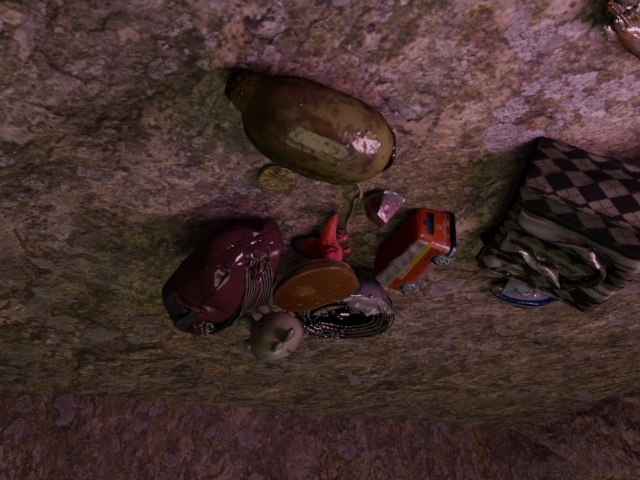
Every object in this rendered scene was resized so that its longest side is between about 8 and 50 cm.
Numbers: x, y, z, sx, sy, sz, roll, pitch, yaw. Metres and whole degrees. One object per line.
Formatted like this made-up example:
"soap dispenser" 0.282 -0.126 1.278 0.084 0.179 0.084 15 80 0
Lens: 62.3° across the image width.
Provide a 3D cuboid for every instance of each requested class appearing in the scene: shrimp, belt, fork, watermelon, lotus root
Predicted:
"shrimp" 0.502 -0.331 0.783 0.223 0.047 0.126 10 140 -30
"belt" 0.058 0.167 1.479 0.289 0.164 0.184 6 122 -10
"fork" 0.078 -0.075 1.189 0.028 0.034 0.219 7 149 1
"watermelon" 0.145 -0.067 1.174 0.092 0.072 0.084 -13 165 8
"lotus root" -0.017 -0.187 0.895 0.309 0.173 0.173 18 144 -17

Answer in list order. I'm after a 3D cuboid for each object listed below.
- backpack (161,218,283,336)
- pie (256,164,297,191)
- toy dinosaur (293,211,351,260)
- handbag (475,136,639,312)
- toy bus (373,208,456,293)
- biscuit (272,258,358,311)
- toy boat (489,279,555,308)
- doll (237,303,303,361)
"backpack" -0.200 0.076 1.239 0.283 0.197 0.317 -27 167 -40
"pie" -0.088 -0.128 1.103 0.085 0.017 0.085 -3 148 -2
"toy dinosaur" -0.006 0.000 1.302 0.139 0.070 0.286 13 151 18
"handbag" 0.526 -0.011 1.151 0.316 0.180 0.416 20 156 14
"toy bus" 0.223 0.030 1.302 0.120 0.121 0.265 17 146 -14
"biscuit" -0.017 0.106 1.296 0.208 0.049 0.181 -21 143 11
"toy boat" 0.609 0.116 1.496 0.220 0.067 0.291 4 152 1
"doll" -0.116 0.231 1.324 0.113 0.155 0.275 58 164 -21
